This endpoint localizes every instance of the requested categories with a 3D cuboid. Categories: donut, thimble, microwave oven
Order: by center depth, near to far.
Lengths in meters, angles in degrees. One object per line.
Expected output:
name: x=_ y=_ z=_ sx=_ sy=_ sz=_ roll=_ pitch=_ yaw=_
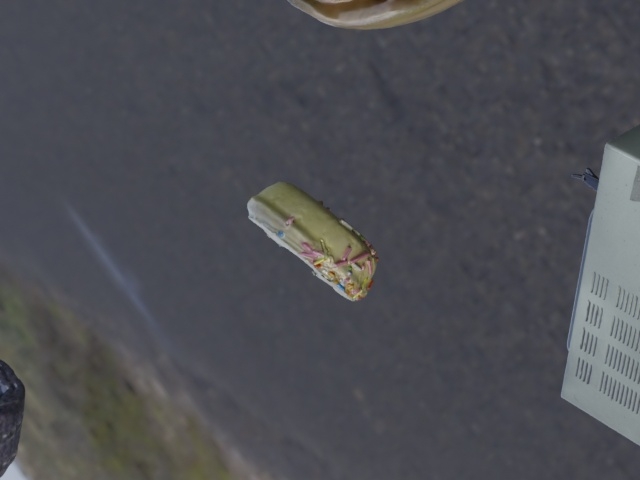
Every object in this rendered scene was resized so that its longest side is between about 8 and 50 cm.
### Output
microwave oven: x=0.294 y=0.033 z=1.360 sx=0.194 sy=0.145 sz=0.240 roll=34 pitch=135 yaw=36
thimble: x=-0.390 y=0.190 z=1.924 sx=0.150 sy=0.150 sz=0.097 roll=44 pitch=133 yaw=39
donut: x=0.003 y=0.002 z=1.930 sx=0.166 sy=0.065 sz=0.108 roll=41 pitch=175 yaw=-21

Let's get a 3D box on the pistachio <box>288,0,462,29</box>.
pistachio: x=0.087 y=-0.297 z=1.645 sx=0.181 sy=0.293 sz=0.162 roll=36 pitch=152 yaw=30
